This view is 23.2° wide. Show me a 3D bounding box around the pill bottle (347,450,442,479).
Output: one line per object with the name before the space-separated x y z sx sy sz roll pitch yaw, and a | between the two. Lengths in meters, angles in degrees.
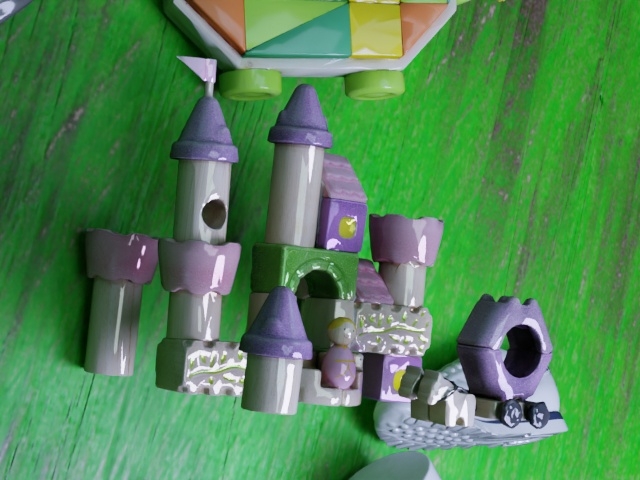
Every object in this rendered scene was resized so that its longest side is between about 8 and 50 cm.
pill bottle | 0.106 0.313 1.448 0.121 0.121 0.221 -40 111 -33

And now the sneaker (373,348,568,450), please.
sneaker | 0.140 0.152 1.521 0.235 0.090 0.095 6 71 -41

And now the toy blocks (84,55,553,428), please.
toy blocks | 0.000 0.000 1.268 0.288 0.309 0.260 7 89 -38

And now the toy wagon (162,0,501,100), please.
toy wagon | 0.026 -0.263 1.411 0.344 0.068 0.267 -2 86 -19

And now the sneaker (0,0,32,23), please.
sneaker | -0.235 -0.273 1.246 0.227 0.087 0.130 -41 118 -27
